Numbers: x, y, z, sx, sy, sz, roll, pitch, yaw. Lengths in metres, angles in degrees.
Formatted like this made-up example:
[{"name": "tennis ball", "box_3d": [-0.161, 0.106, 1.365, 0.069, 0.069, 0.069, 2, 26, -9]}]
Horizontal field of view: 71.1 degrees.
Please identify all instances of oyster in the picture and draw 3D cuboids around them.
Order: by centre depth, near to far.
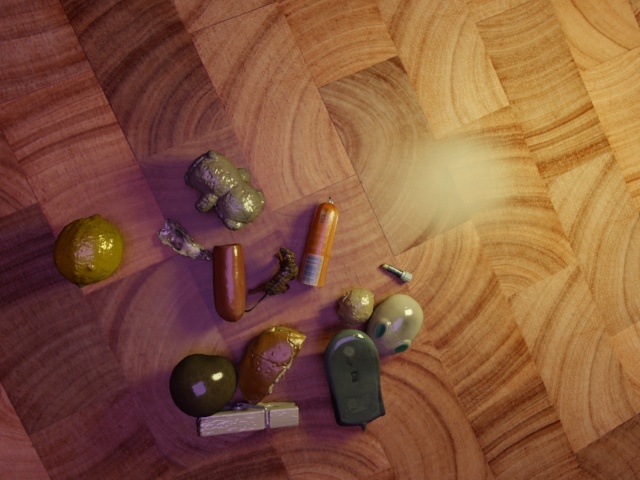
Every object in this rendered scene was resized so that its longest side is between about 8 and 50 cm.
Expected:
[{"name": "oyster", "box_3d": [-0.456, 0.010, 1.494, 0.106, 0.061, 0.199, -36, 92, 10]}]

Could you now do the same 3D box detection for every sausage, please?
[{"name": "sausage", "box_3d": [-0.300, 0.139, 1.477, 0.114, 0.113, 0.258, -3, 89, -9]}, {"name": "sausage", "box_3d": [0.000, 0.000, 1.541, 0.093, 0.093, 0.311, 13, 87, -9]}]

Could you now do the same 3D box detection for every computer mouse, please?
[{"name": "computer mouse", "box_3d": [0.113, 0.472, 1.538, 0.189, 0.122, 0.370, -11, 98, -6]}]

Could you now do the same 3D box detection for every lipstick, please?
[{"name": "lipstick", "box_3d": [0.273, 0.111, 1.614, 0.116, 0.037, 0.037, 28, 85, -4]}]

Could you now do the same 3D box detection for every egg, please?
[{"name": "egg", "box_3d": [0.126, 0.226, 1.551, 0.140, 0.118, 0.116, -46, 53, 2]}]

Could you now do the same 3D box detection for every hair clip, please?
[{"name": "hair clip", "box_3d": [-0.240, 0.582, 1.489, 0.331, 0.101, 0.085, -1, 85, -11]}]

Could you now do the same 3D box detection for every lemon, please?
[{"name": "lemon", "box_3d": [-0.707, 0.032, 1.373, 0.193, 0.192, 0.230, 11, 80, -9]}]

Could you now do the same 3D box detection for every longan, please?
[{"name": "longan", "box_3d": [-0.371, 0.458, 1.425, 0.213, 0.198, 0.197, -1, 89, -41]}]

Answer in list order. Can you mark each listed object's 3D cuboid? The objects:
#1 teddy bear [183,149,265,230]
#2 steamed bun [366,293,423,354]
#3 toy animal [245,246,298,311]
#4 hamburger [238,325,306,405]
[{"name": "teddy bear", "box_3d": [-0.309, -0.165, 1.462, 0.267, 0.151, 0.236, 51, 55, -15]}, {"name": "steamed bun", "box_3d": [0.263, 0.297, 1.560, 0.228, 0.131, 0.177, -45, 98, -9]}, {"name": "toy animal", "box_3d": [-0.158, 0.150, 1.499, 0.114, 0.116, 0.255, 37, 84, -6]}, {"name": "hamburger", "box_3d": [-0.179, 0.398, 1.477, 0.157, 0.144, 0.282, 37, 85, -9]}]
